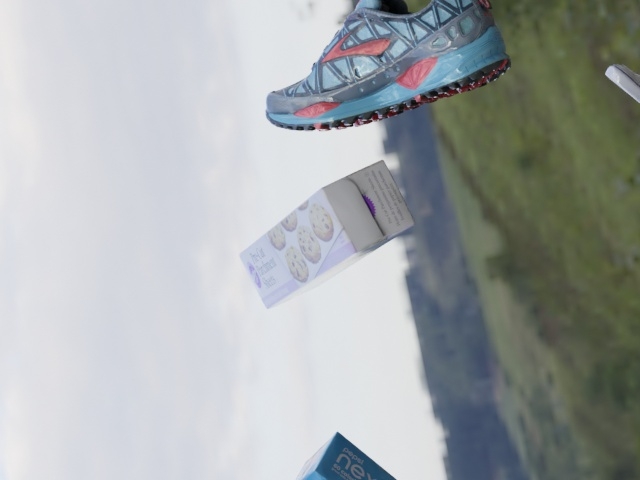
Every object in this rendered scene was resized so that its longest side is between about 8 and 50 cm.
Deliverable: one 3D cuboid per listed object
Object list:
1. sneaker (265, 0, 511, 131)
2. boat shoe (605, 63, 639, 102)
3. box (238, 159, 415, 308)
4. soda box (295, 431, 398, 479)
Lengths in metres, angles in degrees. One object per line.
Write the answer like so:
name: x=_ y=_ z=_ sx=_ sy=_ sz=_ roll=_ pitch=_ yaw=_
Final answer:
sneaker: x=0.058 y=-0.184 z=1.904 sx=0.104 sy=0.262 sz=0.125 roll=-9 pitch=-96 yaw=-65
boat shoe: x=0.255 y=-0.114 z=1.450 sx=0.100 sy=0.035 sz=0.035 roll=27 pitch=-167 yaw=-30
box: x=0.000 y=0.000 z=1.741 sx=0.067 sy=0.063 sz=0.324 roll=64 pitch=162 yaw=2
soda box: x=0.069 y=0.303 z=2.056 sx=0.210 sy=0.067 sz=0.071 roll=39 pitch=-141 yaw=-4
